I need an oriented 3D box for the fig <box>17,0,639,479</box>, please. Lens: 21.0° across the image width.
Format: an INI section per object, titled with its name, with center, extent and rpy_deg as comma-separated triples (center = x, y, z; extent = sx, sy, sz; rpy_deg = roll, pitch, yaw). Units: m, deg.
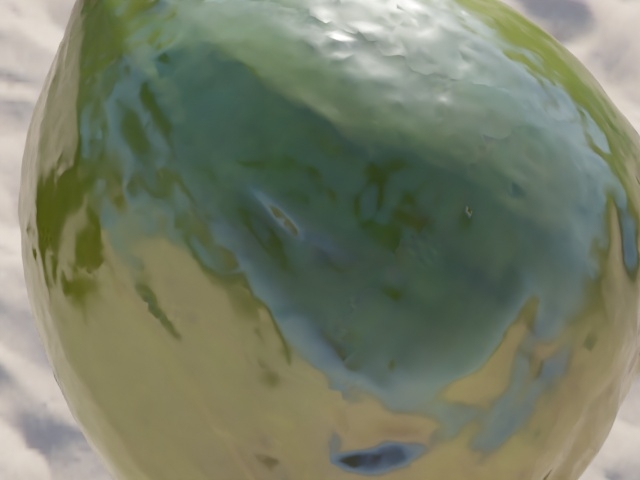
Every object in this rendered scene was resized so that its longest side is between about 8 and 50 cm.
[fig]
center = 0.003, 0.001, 0.892
extent = 0.343, 0.343, 0.343
rpy_deg = 6, 45, -6
